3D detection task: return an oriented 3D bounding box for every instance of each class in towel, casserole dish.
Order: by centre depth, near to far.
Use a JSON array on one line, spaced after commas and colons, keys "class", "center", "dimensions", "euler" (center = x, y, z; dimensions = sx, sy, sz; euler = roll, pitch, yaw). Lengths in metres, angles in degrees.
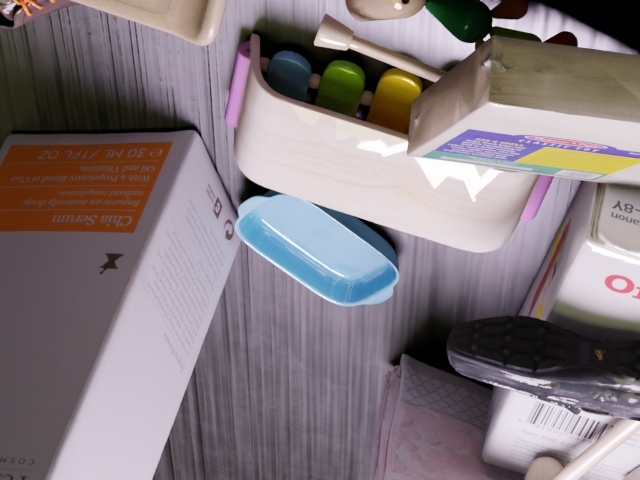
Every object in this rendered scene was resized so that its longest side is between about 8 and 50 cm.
[{"class": "casserole dish", "center": [0.000, 0.000, 1.670], "dimensions": [0.188, 0.037, 0.114], "euler": [35, 139, -22]}, {"class": "towel", "center": [0.213, 0.257, 1.695], "dimensions": [0.332, 0.317, 0.053], "euler": [22, 115, -4]}]

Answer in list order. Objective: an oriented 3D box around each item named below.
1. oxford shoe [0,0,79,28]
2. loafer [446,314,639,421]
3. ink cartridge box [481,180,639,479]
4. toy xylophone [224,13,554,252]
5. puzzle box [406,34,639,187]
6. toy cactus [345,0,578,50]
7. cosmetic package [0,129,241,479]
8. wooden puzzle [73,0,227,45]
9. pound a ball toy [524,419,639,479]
[{"class": "oxford shoe", "center": [-0.221, -0.221, 1.362], "dimensions": [0.271, 0.098, 0.097], "euler": [-7, 135, 29]}, {"class": "loafer", "center": [0.220, 0.121, 1.431], "dimensions": [0.223, 0.076, 0.078], "euler": [9, 133, 7]}, {"class": "ink cartridge box", "center": [0.341, 0.093, 1.542], "dimensions": [0.279, 0.160, 0.384], "euler": [17, 143, 1]}, {"class": "toy xylophone", "center": [0.070, -0.101, 1.477], "dimensions": [0.323, 0.081, 0.236], "euler": [23, 138, -5]}, {"class": "puzzle box", "center": [0.291, -0.082, 1.257], "dimensions": [0.409, 0.052, 0.272], "euler": [7, 174, -9]}, {"class": "toy cactus", "center": [0.094, -0.207, 1.336], "dimensions": [0.219, 0.112, 0.180], "euler": [35, 150, -33]}, {"class": "cosmetic package", "center": [-0.259, 0.106, 1.564], "dimensions": [0.230, 0.453, 0.161], "euler": [0, 139, 22]}, {"class": "wooden puzzle", "center": [-0.195, -0.347, 1.216], "dimensions": [0.348, 0.080, 0.322], "euler": [21, 119, 7]}, {"class": "pound a ball toy", "center": [0.348, 0.244, 1.485], "dimensions": [0.208, 0.135, 0.319], "euler": [28, 141, -16]}]
